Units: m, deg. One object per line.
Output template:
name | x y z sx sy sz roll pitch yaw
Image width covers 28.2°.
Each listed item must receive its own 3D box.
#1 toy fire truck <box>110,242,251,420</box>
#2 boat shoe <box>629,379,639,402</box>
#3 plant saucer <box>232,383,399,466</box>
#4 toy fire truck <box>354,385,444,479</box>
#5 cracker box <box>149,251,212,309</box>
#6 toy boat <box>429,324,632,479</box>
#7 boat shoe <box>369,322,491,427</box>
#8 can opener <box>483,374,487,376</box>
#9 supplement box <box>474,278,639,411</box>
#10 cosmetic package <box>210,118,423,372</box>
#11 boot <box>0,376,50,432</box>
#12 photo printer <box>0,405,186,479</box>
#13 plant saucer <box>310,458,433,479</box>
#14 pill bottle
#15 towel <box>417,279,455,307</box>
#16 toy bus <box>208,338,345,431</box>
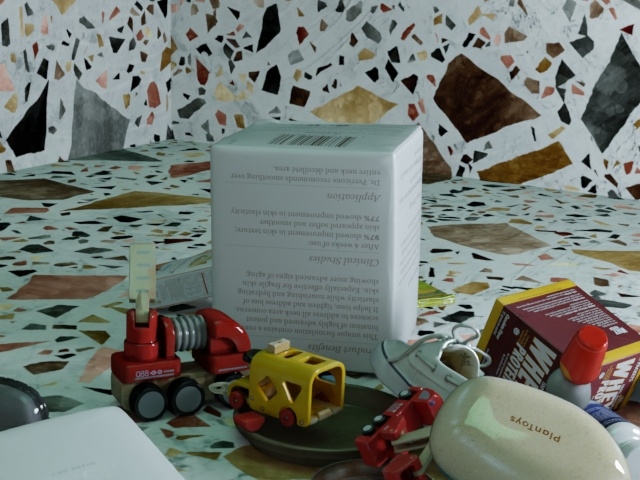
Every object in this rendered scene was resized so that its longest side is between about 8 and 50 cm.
toy fire truck | -0.229 0.137 2.028 0.217 0.246 0.158 -5 16 -25
boat shoe | 0.551 0.233 2.059 0.075 0.083 0.226 -10 17 -35
plant saucer | 0.006 0.277 1.916 0.277 0.041 0.278 1 13 0
toy fire truck | 0.123 0.269 1.727 0.135 0.047 0.192 0 29 47
cracker box | -0.240 0.072 2.547 0.232 0.067 0.156 -12 10 13
toy boat | 0.300 0.253 1.683 0.267 0.148 0.318 27 45 14
boat shoe | 0.195 0.198 1.925 0.135 0.156 0.367 34 4 -21
can opener | 0.299 0.225 2.127 0.059 0.073 0.186 17 28 23
supplement box | 0.385 0.181 2.032 0.191 0.129 0.194 -11 40 -41
cosmetic package | 0.000 0.000 2.298 0.329 0.394 0.327 4 14 11
boot | -0.560 0.278 1.750 0.338 0.118 0.222 -5 13 24
photo printer | -0.266 0.325 1.444 0.256 0.107 0.307 -10 33 -35
plant saucer | 0.070 0.337 1.701 0.168 0.029 0.168 1 14 0
pill bottle | 0.402 0.289 1.790 0.094 0.094 0.169 -4 15 -21
towel | 0.184 0.099 2.699 0.102 0.021 0.237 -4 15 -25
toy bus | -0.060 0.203 1.905 0.202 0.104 0.191 1 15 -9
